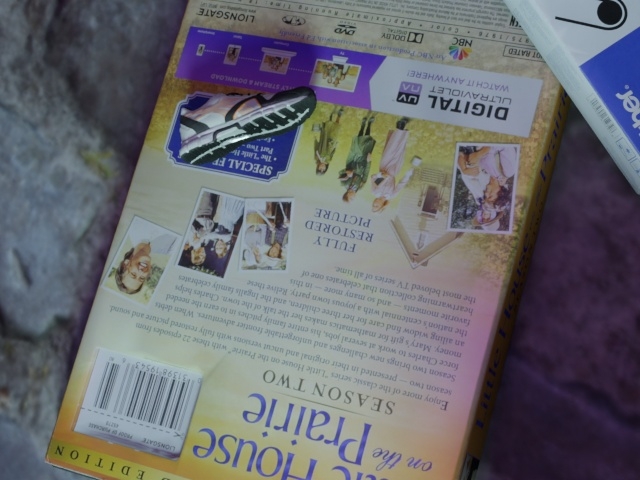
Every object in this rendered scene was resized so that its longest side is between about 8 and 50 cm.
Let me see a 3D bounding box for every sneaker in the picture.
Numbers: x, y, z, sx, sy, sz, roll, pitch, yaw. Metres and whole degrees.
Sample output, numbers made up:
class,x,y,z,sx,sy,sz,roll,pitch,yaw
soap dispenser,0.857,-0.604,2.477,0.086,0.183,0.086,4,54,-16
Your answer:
class,x,y,z,sx,sy,sz,roll,pitch,yaw
sneaker,-0.056,-0.093,0.934,0.109,0.040,0.044,-18,67,13

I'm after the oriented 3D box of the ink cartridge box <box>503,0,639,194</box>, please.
class,x,y,z,sx,sy,sz,roll,pitch,yaw
ink cartridge box,0.199,-0.144,0.875,0.097,0.046,0.207,-34,87,-9

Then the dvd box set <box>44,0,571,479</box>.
class,x,y,z,sx,sy,sz,roll,pitch,yaw
dvd box set,0.000,0.000,0.945,0.307,0.062,0.421,11,79,22
